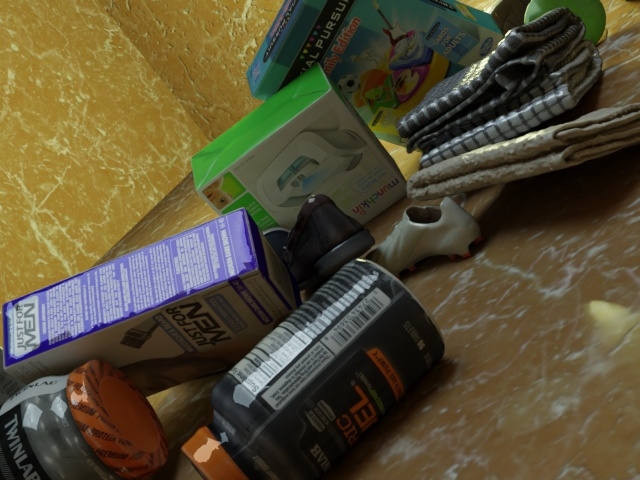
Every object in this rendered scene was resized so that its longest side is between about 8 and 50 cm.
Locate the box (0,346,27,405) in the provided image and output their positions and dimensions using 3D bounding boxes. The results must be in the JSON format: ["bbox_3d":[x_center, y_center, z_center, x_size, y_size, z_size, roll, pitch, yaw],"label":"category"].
[{"bbox_3d":[-0.444,0.257,1.333,0.058,0.232,0.322,-43,14,-23],"label":"box"}]

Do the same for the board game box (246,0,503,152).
[{"bbox_3d":[0.086,-0.301,1.460,0.254,0.336,0.079,-57,32,33],"label":"board game box"}]

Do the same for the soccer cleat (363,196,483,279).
[{"bbox_3d":[0.113,-0.005,1.099,0.196,0.076,0.068,-21,21,51],"label":"soccer cleat"}]

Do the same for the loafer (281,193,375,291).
[{"bbox_3d":[0.000,0.000,1.214,0.109,0.095,0.302,-33,-1,-12],"label":"loafer"}]

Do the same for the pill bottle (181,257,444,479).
[{"bbox_3d":[-0.011,0.140,0.833,0.245,0.130,0.130,-42,14,-15],"label":"pill bottle"}]

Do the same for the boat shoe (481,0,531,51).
[{"bbox_3d":[0.413,-0.491,1.837,0.324,0.123,0.116,-41,12,-21],"label":"boat shoe"}]

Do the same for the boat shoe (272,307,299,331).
[{"bbox_3d":[0.016,0.100,1.062,0.178,0.064,0.060,-24,-11,40],"label":"boat shoe"}]

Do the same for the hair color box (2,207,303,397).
[{"bbox_3d":[-0.207,0.102,1.148,0.339,0.185,0.110,-21,54,9],"label":"hair color box"}]

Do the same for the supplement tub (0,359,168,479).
[{"bbox_3d":[-0.350,0.292,1.066,0.316,0.193,0.193,-37,14,6],"label":"supplement tub"}]

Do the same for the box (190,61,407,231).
[{"bbox_3d":[-0.033,-0.106,1.435,0.262,0.231,0.127,-35,31,10],"label":"box"}]

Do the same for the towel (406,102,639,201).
[{"bbox_3d":[0.240,-0.101,1.014,0.187,0.049,0.282,-17,2,-29],"label":"towel"}]

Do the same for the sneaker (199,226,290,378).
[{"bbox_3d":[-0.128,0.096,1.334,0.282,0.099,0.153,-45,11,-5],"label":"sneaker"}]

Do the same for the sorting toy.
[{"bbox_3d":[0.418,-0.357,1.490,0.365,0.127,0.126,-41,-15,-1],"label":"sorting toy"}]

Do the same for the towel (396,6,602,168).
[{"bbox_3d":[0.250,-0.213,1.257,0.235,0.121,0.283,-28,6,33],"label":"towel"}]
